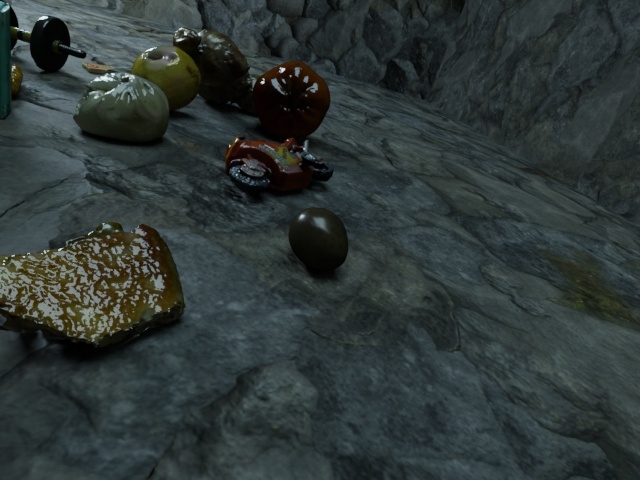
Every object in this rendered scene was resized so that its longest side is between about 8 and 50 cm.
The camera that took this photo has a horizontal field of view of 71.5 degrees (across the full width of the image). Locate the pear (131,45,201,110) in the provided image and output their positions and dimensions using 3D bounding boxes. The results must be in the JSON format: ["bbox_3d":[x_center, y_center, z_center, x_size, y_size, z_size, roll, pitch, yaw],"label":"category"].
[{"bbox_3d":[-0.412,-0.426,1.177,0.178,0.178,0.178,15,26,-8],"label":"pear"}]

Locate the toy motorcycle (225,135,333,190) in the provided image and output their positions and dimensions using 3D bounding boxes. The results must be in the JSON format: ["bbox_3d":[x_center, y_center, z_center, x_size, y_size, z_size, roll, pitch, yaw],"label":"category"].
[{"bbox_3d":[-0.099,-0.169,0.969,0.171,0.089,0.298,32,29,27],"label":"toy motorcycle"}]

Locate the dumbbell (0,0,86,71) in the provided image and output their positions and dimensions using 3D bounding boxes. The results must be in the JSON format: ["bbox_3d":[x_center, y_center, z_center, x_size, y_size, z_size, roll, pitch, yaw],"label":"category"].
[{"bbox_3d":[-0.792,-0.547,1.186,0.326,0.143,0.143,16,26,-5],"label":"dumbbell"}]

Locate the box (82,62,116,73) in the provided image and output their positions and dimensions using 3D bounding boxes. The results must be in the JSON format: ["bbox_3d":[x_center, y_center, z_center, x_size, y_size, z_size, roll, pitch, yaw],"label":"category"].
[{"bbox_3d":[-0.676,-0.528,1.370,0.058,0.015,0.093,35,30,33],"label":"box"}]

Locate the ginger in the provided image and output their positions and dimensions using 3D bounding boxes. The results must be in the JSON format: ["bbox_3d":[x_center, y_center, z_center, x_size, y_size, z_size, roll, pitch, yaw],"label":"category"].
[{"bbox_3d":[-0.302,-0.518,1.342,0.256,0.176,0.375,20,-2,14],"label":"ginger"}]

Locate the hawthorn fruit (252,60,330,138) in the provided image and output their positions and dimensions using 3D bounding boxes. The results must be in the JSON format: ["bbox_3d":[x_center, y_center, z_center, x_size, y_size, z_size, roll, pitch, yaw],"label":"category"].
[{"bbox_3d":[-0.092,-0.414,1.325,0.224,0.224,0.261,12,11,-13],"label":"hawthorn fruit"}]

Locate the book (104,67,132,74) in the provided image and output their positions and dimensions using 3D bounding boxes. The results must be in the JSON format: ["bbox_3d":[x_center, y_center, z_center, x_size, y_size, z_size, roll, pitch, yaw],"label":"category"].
[{"bbox_3d":[-0.542,-0.502,1.375,0.158,0.026,0.231,14,21,-9],"label":"book"}]

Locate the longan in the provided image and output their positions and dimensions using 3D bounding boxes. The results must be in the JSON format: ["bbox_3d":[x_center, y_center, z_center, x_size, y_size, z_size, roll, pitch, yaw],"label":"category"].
[{"bbox_3d":[0.000,0.000,0.713,0.113,0.092,0.113,52,-3,4],"label":"longan"}]

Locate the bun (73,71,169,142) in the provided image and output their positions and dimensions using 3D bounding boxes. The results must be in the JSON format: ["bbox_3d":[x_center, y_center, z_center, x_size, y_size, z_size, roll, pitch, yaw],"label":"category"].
[{"bbox_3d":[-0.428,-0.295,0.959,0.193,0.127,0.178,-6,37,-37],"label":"bun"}]

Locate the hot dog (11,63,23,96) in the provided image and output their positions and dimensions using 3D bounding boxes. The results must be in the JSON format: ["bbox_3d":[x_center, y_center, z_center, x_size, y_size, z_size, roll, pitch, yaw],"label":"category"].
[{"bbox_3d":[-0.708,-0.359,0.990,0.071,0.045,0.165,3,30,-31],"label":"hot dog"}]

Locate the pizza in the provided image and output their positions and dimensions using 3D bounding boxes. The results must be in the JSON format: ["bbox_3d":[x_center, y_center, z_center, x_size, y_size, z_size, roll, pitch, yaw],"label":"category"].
[{"bbox_3d":[-0.250,0.056,0.475,0.147,0.069,0.226,49,37,11],"label":"pizza"}]

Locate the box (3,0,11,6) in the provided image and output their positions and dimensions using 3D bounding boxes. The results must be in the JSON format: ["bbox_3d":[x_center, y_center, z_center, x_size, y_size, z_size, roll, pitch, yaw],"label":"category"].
[{"bbox_3d":[-1.164,-0.762,1.388,0.203,0.116,0.274,24,27,11],"label":"box"}]

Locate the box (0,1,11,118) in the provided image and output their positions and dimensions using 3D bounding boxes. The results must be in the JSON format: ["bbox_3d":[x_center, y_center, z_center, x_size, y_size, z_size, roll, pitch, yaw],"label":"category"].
[{"bbox_3d":[-0.735,-0.353,0.784,0.312,0.205,0.118,2,29,-30],"label":"box"}]
